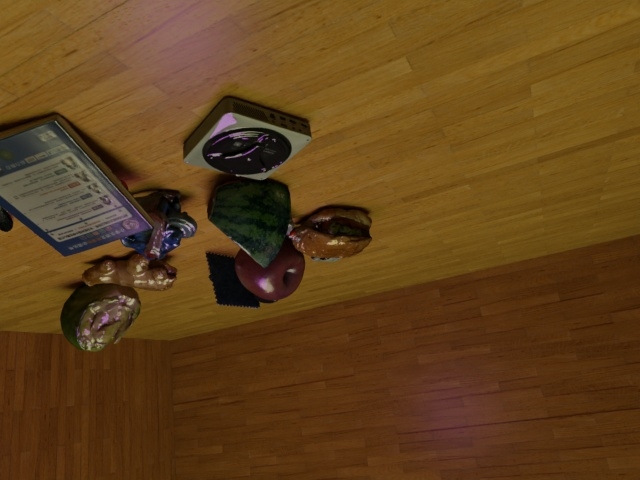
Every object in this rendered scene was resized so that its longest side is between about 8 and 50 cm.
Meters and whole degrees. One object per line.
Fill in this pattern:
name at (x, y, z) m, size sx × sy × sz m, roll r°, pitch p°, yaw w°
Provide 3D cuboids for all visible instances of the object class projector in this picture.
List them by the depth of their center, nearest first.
projector at (-0.193, -0.247, 1.266) m, size 0.257 × 0.079 × 0.259 m, roll 8°, pitch 155°, yaw -38°

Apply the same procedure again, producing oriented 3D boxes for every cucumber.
cucumber at (-0.997, -0.069, 1.499) m, size 0.058 × 0.052 × 0.214 m, roll 27°, pitch 154°, yaw -10°

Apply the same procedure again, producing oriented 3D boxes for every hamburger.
hamburger at (0.058, -0.033, 1.908) m, size 0.329 × 0.162 × 0.209 m, roll -1°, pitch 163°, yaw -8°

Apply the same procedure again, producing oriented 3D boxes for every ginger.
ginger at (-0.813, 0.148, 2.075) m, size 0.375 × 0.166 × 0.236 m, roll -5°, pitch 172°, yaw -29°

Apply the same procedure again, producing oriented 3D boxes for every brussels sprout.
brussels sprout at (-1.080, 0.346, 2.360) m, size 0.371 × 0.315 × 0.276 m, roll -42°, pitch 132°, yaw -5°

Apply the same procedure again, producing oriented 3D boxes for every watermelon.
watermelon at (-0.268, -0.048, 1.583) m, size 0.282 × 0.251 × 0.292 m, roll 15°, pitch 148°, yaw -41°

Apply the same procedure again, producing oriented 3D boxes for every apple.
apple at (-0.214, 0.109, 2.042) m, size 0.234 × 0.306 × 0.305 m, roll 25°, pitch 180°, yaw 31°

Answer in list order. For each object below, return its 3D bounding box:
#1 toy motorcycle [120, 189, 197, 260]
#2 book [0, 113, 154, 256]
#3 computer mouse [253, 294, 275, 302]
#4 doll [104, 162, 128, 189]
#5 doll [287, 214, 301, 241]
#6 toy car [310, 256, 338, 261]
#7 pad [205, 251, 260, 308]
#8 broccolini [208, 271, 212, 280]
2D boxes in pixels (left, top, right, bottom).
toy motorcycle at (-0.567, -0.056, 1.613) m, size 0.319 × 0.241 × 0.182 m, roll -30°, pitch -167°, yaw 36°
book at (-0.678, -0.120, 1.264) m, size 0.299 × 0.039 × 0.428 m, roll -17°, pitch 143°, yaw 4°
computer mouse at (-0.214, 0.171, 2.242) m, size 0.170 × 0.270 × 0.100 m, roll 0°, pitch -169°, yaw -45°
doll at (-0.718, -0.128, 1.349) m, size 0.336 × 0.106 × 0.200 m, roll -13°, pitch 146°, yaw 11°
doll at (-0.129, -0.057, 1.841) m, size 0.079 × 0.094 × 0.180 m, roll -46°, pitch 134°, yaw -14°
toy car at (0.043, 0.067, 2.342) m, size 0.090 × 0.076 × 0.224 m, roll 4°, pitch 158°, yaw -37°
pad at (-0.398, 0.184, 2.204) m, size 0.012 × 0.269 × 0.269 m, roll -33°, pitch 153°, yaw 27°
broccolini at (-0.518, 0.142, 2.391) m, size 0.091 × 0.068 × 0.203 m, roll -16°, pitch 149°, yaw -18°
